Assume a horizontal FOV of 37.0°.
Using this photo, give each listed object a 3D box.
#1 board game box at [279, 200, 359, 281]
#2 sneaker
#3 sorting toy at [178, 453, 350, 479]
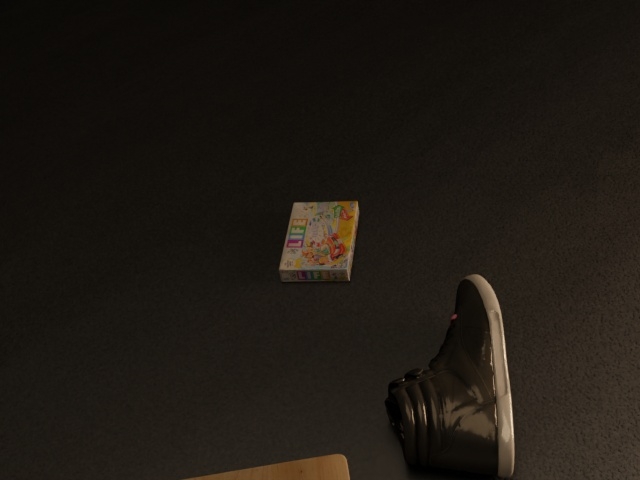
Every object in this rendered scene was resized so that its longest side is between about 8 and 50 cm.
[{"bbox_3d":[0.000,0.000,1.455,0.103,0.026,0.154,-2,42,10],"label":"board game box"},{"bbox_3d":[0.152,0.156,1.190,0.147,0.104,0.296,-1,46,3],"label":"sneaker"},{"bbox_3d":[-0.078,0.374,1.006,0.255,0.089,0.257,-10,41,0],"label":"sorting toy"}]
